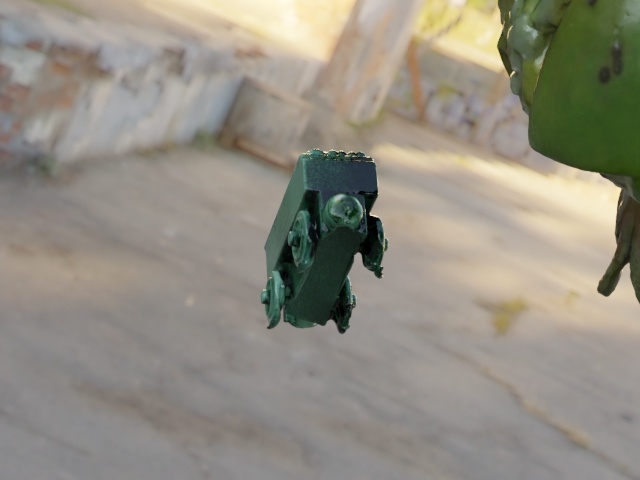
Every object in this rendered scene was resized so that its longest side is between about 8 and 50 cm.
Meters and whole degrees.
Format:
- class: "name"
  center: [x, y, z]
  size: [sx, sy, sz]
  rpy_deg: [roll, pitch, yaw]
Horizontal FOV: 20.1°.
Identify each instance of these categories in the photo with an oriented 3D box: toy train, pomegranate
- class: "toy train"
  center: [0.000, 0.000, 1.271]
  size: [0.070, 0.099, 0.172]
  rpy_deg: [3, -28, -12]
- class: "pomegranate"
  center: [0.220, -0.089, 1.073]
  size: [0.236, 0.302, 0.236]
  rpy_deg: [-8, 40, 7]
